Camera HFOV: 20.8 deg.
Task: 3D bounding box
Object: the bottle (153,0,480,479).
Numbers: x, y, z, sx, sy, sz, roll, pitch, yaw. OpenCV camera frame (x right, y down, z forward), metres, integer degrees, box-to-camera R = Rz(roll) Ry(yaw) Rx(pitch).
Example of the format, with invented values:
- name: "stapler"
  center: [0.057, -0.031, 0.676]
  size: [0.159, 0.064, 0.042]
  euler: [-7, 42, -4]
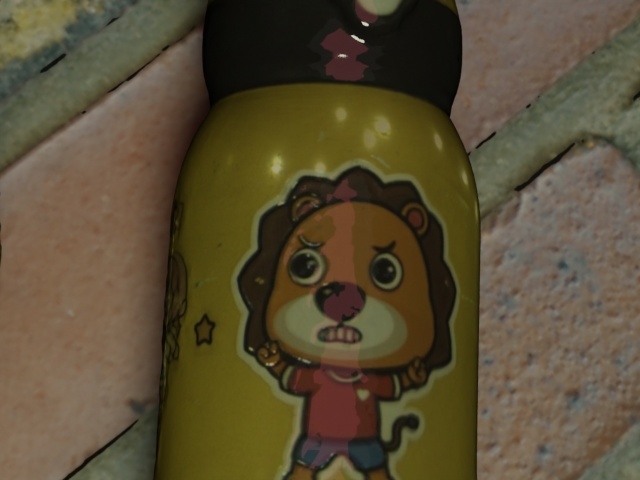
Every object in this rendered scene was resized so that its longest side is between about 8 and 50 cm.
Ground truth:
- name: "bottle"
  center: [0.000, 0.000, 0.919]
  size: [0.171, 0.171, 0.351]
  euler: [4, 78, -12]
